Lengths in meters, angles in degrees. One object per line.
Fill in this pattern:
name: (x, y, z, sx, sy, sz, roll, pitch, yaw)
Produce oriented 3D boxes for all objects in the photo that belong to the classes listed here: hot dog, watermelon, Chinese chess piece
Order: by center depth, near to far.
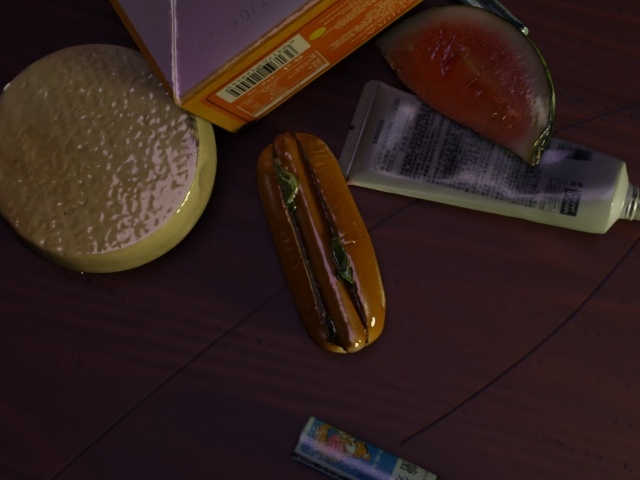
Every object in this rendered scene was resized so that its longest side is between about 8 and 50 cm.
hot dog: (0.000, 0.000, 1.069, 0.100, 0.068, 0.250, -21, 77, 6)
watermelon: (0.166, -0.181, 1.081, 0.119, 0.063, 0.245, -46, 65, -3)
Chinese chess piece: (-0.236, -0.088, 1.091, 0.250, 0.097, 0.251, -1, 79, 4)

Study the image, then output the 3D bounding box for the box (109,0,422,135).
box: (-0.066, -0.300, 1.036, 0.283, 0.214, 0.260, -34, 79, 9)

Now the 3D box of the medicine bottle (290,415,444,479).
medicine bottle: (0.063, 0.241, 1.028, 0.191, 0.051, 0.051, 24, 81, 7)

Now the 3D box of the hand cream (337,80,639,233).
hand cream: (0.190, -0.077, 1.086, 0.340, 0.078, 0.124, 16, 81, 15)

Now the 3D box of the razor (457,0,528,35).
razor: (0.126, -0.320, 1.142, 0.278, 0.056, 0.111, 45, 97, 4)
